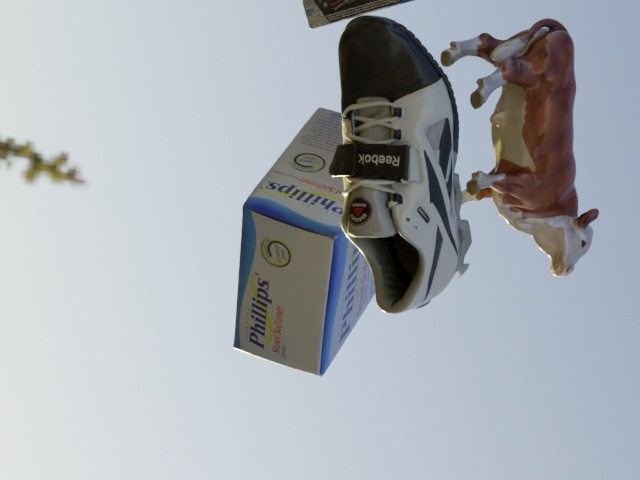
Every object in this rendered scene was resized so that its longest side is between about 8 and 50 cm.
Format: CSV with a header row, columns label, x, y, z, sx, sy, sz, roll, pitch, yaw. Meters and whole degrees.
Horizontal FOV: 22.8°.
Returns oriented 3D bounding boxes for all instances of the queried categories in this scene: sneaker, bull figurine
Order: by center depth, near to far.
label,x,y,z,sx,sy,sz,roll,pitch,yaw
sneaker,0.076,-0.073,1.704,0.122,0.146,0.330,-2,-65,34
bull figurine,0.241,-0.107,1.897,0.101,0.188,0.310,5,-81,58

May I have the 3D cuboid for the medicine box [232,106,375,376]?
label,x,y,z,sx,sy,sz,roll,pitch,yaw
medicine box,0.000,0.000,2.303,0.289,0.149,0.263,-56,158,-49

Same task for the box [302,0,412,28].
label,x,y,z,sx,sy,sz,roll,pitch,yaw
box,0.075,-0.421,2.432,0.247,0.163,0.142,-31,107,-64
